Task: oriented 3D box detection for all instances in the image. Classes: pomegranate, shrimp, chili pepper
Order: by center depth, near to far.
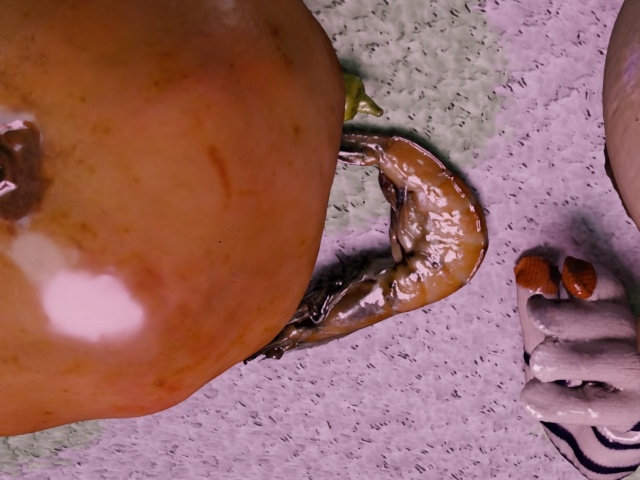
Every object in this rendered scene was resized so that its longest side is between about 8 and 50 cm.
[{"bbox_3d":[-0.190,-0.061,1.140,0.411,0.411,0.412,3,131,3],"label":"pomegranate"},{"bbox_3d":[-0.054,-0.101,1.302,0.208,0.043,0.049,-10,154,20],"label":"chili pepper"},{"bbox_3d":[0.000,0.000,1.381,0.262,0.051,0.198,-27,116,22],"label":"shrimp"}]

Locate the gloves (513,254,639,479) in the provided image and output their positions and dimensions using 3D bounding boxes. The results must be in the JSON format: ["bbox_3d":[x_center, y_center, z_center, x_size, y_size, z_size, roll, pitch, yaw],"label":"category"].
[{"bbox_3d":[0.225,0.097,1.384,0.131,0.140,0.219,0,135,1],"label":"gloves"}]

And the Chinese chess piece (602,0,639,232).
[{"bbox_3d":[0.350,-0.085,1.085,0.338,0.338,0.140,8,149,-2],"label":"Chinese chess piece"}]

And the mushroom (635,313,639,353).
[{"bbox_3d":[0.403,0.025,1.289,0.328,0.122,0.159,-36,105,13],"label":"mushroom"}]
